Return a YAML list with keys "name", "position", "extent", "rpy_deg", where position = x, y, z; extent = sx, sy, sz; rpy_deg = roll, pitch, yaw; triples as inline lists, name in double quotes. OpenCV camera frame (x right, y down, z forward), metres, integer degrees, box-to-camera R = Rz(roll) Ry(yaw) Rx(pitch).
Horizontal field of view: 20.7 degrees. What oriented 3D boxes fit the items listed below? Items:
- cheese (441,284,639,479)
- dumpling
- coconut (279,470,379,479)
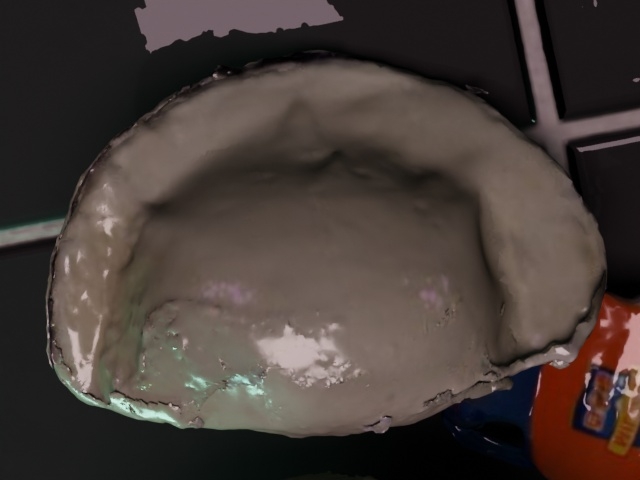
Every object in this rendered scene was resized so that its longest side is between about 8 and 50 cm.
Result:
- name: "cheese"
  position: [0.214, 0.103, 0.799]
  extent: [0.329, 0.129, 0.217]
  rpy_deg: [21, 112, 15]
- name: "dumpling"
  position: [0.000, 0.000, 0.773]
  extent: [0.247, 0.142, 0.172]
  rpy_deg: [-5, 85, -7]
- name: "coconut"
  position: [0.025, 0.256, 0.801]
  extent: [0.297, 0.297, 0.309]
  rpy_deg: [21, 122, -5]
